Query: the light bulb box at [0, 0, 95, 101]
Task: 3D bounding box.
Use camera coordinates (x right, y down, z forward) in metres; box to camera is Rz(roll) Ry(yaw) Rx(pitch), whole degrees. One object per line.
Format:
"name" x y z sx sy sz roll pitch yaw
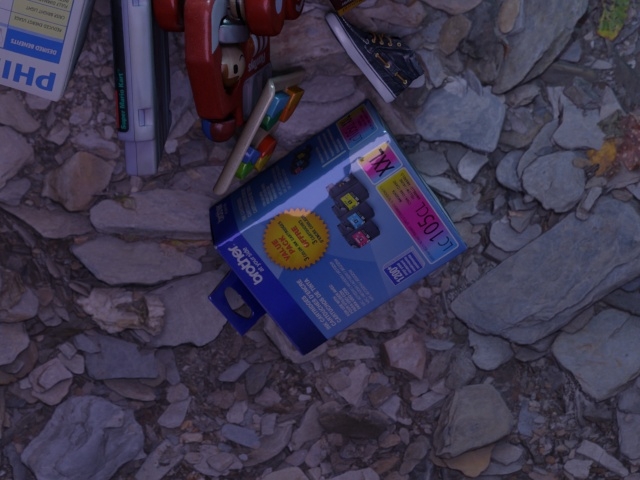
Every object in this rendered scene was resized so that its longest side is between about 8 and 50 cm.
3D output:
"light bulb box" -0.458 -0.431 1.480 0.357 0.225 0.361 16 121 -11

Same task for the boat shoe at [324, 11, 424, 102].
"boat shoe" 0.085 -0.307 1.765 0.083 0.065 0.183 -38 121 7

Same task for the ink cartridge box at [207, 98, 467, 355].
"ink cartridge box" 0.000 0.000 1.853 0.395 0.151 0.270 -33 116 9

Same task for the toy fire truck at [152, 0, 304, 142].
"toy fire truck" -0.124 -0.281 1.615 0.169 0.302 0.254 4 112 12

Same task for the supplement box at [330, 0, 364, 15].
"supplement box" 0.059 -0.453 1.593 0.191 0.194 0.129 -30 73 6

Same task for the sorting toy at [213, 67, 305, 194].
"sorting toy" -0.086 -0.167 1.721 0.038 0.208 0.193 30 109 3

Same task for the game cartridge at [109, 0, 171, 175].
"game cartridge" -0.258 -0.295 1.616 0.068 0.230 0.355 2 116 2
